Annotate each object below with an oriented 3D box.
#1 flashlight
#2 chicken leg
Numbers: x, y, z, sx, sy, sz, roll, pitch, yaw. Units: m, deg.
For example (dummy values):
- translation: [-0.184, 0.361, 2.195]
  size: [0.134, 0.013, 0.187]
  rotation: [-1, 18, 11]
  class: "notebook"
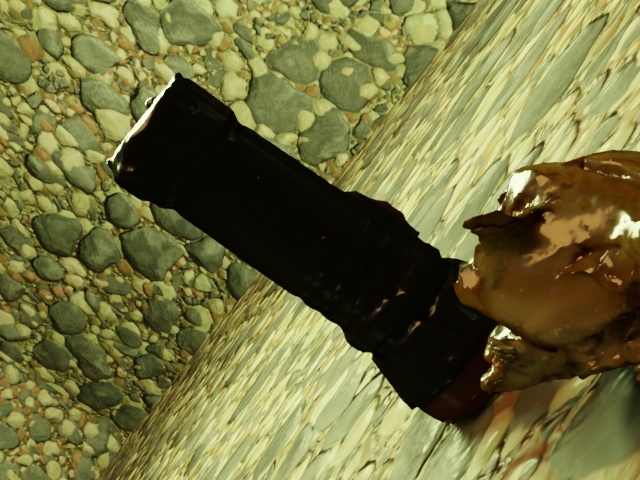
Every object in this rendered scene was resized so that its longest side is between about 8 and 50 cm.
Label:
- translation: [0.000, 0.000, 0.684]
  size: [0.093, 0.232, 0.093]
  rotation: [-52, 6, 8]
  class: "flashlight"
- translation: [0.110, 0.011, 0.450]
  size: [0.101, 0.085, 0.207]
  rotation: [-11, 3, -14]
  class: "chicken leg"
